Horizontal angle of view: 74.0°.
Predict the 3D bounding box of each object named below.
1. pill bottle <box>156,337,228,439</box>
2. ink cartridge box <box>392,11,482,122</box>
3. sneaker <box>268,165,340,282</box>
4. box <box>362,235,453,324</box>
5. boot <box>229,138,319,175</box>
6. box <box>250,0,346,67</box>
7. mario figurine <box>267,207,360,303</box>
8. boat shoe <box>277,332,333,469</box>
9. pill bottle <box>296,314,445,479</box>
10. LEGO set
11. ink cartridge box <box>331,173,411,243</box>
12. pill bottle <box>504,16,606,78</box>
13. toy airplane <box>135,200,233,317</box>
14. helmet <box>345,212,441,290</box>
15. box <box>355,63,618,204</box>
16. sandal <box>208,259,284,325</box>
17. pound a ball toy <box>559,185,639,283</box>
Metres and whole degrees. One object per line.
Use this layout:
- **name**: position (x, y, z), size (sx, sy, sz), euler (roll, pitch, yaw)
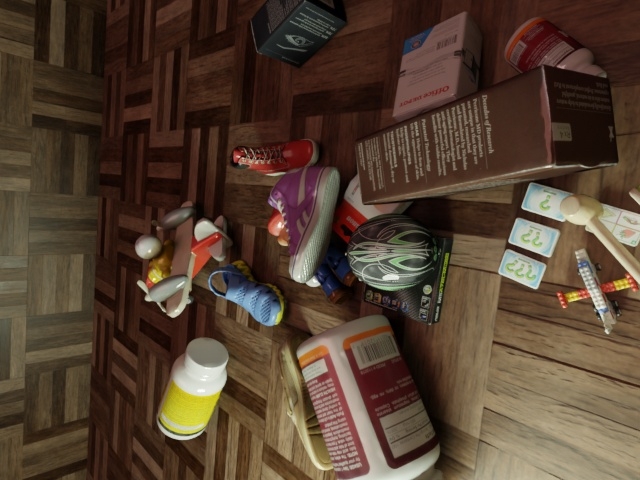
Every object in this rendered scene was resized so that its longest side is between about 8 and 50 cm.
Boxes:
- **pill bottle**: position (-0.436, 0.507, 1.470), size (0.188, 0.187, 0.334), euler (44, 120, 36)
- **ink cartridge box**: position (0.230, -0.322, 0.833), size (0.139, 0.082, 0.191), euler (-6, 67, 45)
- **sneaker**: position (-0.058, -0.043, 1.002), size (0.160, 0.102, 0.283), euler (6, 71, 24)
- **box**: position (0.187, 0.069, 0.942), size (0.190, 0.045, 0.184), euler (15, 102, 44)
- **boot**: position (-0.137, -0.234, 1.176), size (0.244, 0.176, 0.089), euler (-6, 84, 44)
- **box**: position (-0.061, -0.574, 1.114), size (0.207, 0.153, 0.108), euler (-23, 73, 42)
- **mario figurine**: position (0.000, 0.000, 1.107), size (0.198, 0.170, 0.321), euler (-38, 69, -4)
- **boat shoe**: position (-0.033, 0.422, 1.122), size (0.110, 0.121, 0.342), euler (-45, 50, 40)
- **pill bottle**: position (0.111, 0.378, 0.893), size (0.224, 0.223, 0.393), euler (-37, 64, 39)
- **LEGO set**: position (0.425, 0.025, 0.696), size (0.244, 0.060, 0.183), euler (30, 114, 41)
- **ink cartridge box**: position (0.103, -0.078, 0.975), size (0.179, 0.045, 0.145), euler (-45, 54, 0)
- **pill bottle**: position (0.390, -0.295, 0.708), size (0.086, 0.086, 0.152), euler (-51, 58, 32)
- **toy airplane**: position (-0.489, 0.043, 1.459), size (0.386, 0.272, 0.385), euler (12, 79, 58)
- **helmet**: position (0.140, 0.023, 0.845), size (0.169, 0.161, 0.170), euler (-2, 86, 44)
- **box**: position (0.249, -0.153, 0.723), size (0.381, 0.191, 0.143), euler (-3, 94, 55)
- **sandal**: position (-0.237, 0.165, 1.306), size (0.317, 0.138, 0.126), euler (27, 107, 40)
- **pound a ball toy**: position (0.516, 0.005, 0.550), size (0.208, 0.135, 0.319), euler (-53, 54, 36)
